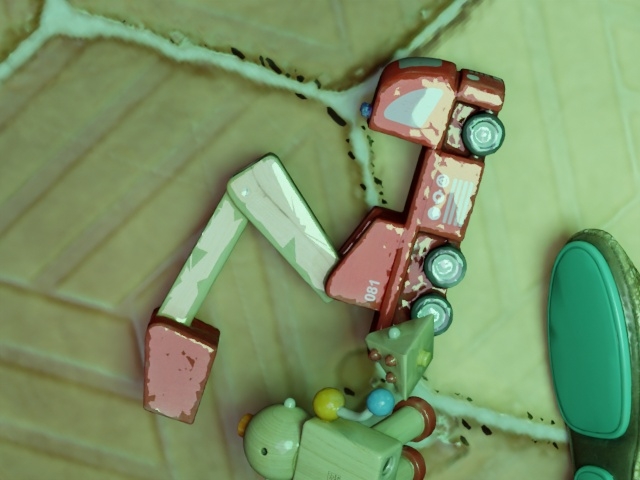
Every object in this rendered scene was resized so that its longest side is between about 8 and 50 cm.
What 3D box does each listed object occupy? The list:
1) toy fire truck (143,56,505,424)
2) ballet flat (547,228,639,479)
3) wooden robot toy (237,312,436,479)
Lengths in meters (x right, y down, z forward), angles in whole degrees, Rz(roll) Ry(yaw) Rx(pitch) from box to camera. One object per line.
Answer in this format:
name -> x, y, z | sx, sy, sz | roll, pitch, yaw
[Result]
toy fire truck -> 0.000, 0.000, 0.892 | 0.135, 0.047, 0.192 | 15, 97, -2
ballet flat -> 0.150, 0.093, 0.904 | 0.067, 0.073, 0.206 | -9, 101, -26
wooden robot toy -> 0.000, 0.103, 0.874 | 0.079, 0.076, 0.173 | 20, 111, 21
